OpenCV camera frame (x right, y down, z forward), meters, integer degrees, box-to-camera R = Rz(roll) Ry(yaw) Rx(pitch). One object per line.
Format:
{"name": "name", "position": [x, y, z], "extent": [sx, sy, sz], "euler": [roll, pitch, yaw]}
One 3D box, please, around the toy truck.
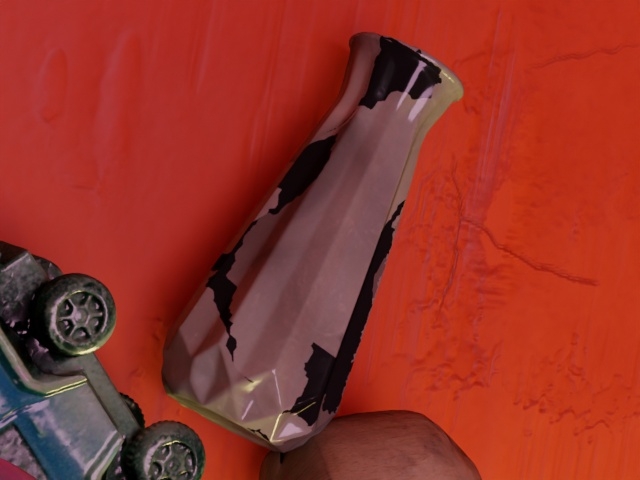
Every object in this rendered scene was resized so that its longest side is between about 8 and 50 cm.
{"name": "toy truck", "position": [-0.222, 0.128, 1.360], "extent": [0.156, 0.155, 0.279], "euler": [-36, 113, -20]}

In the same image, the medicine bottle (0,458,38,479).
{"name": "medicine bottle", "position": [-0.290, 0.339, 1.207], "extent": [0.256, 0.256, 0.325], "euler": [-16, 124, -27]}

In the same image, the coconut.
{"name": "coconut", "position": [0.037, 0.252, 1.505], "extent": [0.224, 0.224, 0.224], "euler": [-5, 100, -29]}

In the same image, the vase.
{"name": "vase", "position": [0.000, 0.000, 1.476], "extent": [0.165, 0.165, 0.360], "euler": [34, 77, -29]}
